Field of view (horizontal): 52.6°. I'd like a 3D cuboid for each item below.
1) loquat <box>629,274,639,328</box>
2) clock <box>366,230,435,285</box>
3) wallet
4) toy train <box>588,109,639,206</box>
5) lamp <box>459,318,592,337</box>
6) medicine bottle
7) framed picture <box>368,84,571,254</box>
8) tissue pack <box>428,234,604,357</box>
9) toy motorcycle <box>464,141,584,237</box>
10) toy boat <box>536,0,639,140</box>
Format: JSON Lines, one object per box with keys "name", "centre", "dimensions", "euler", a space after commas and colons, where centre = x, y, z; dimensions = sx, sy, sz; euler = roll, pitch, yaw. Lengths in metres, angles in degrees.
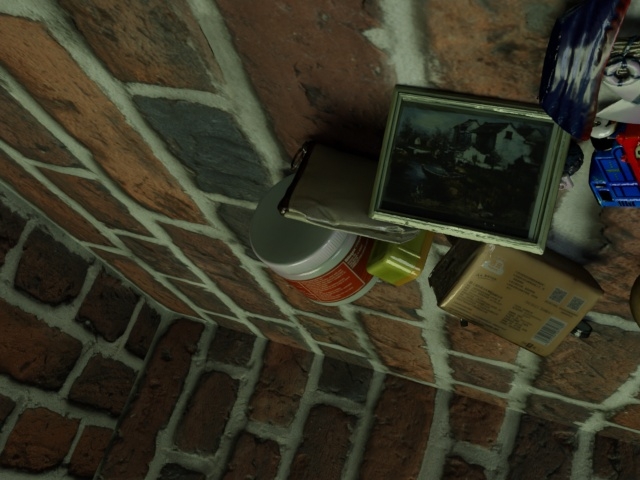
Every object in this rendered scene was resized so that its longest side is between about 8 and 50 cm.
{"name": "loquat", "centre": [0.718, 0.121, 1.290], "dimensions": [0.179, 0.179, 0.227], "euler": [22, 156, -8]}
{"name": "clock", "centre": [0.182, -0.014, 1.386], "dimensions": [0.096, 0.202, 0.143], "euler": [23, 161, -8]}
{"name": "wallet", "centre": [0.059, -0.093, 1.238], "dimensions": [0.274, 0.335, 0.068], "euler": [12, 120, 2]}
{"name": "toy train", "centre": [0.472, -0.129, 0.996], "dimensions": [0.131, 0.083, 0.204], "euler": [5, 155, 40]}
{"name": "lamp", "centre": [0.553, 0.226, 1.816], "dimensions": [0.371, 0.109, 0.130], "euler": [13, -157, 5]}
{"name": "medicine bottle", "centre": [0.000, 0.000, 1.519], "dimensions": [0.252, 0.253, 0.241], "euler": [6, 156, 34]}
{"name": "framed picture", "centre": [0.236, -0.119, 1.048], "dimensions": [0.296, 0.232, 0.019], "euler": [12, -175, 18]}
{"name": "tissue pack", "centre": [0.424, 0.081, 1.465], "dimensions": [0.305, 0.239, 0.238], "euler": [25, 159, -15]}
{"name": "toy motorcycle", "centre": [0.309, -0.080, 1.100], "dimensions": [0.108, 0.204, 0.239], "euler": [40, 151, -20]}
{"name": "toy boat", "centre": [0.427, -0.201, 0.837], "dimensions": [0.318, 0.072, 0.219], "euler": [20, 137, -11]}
